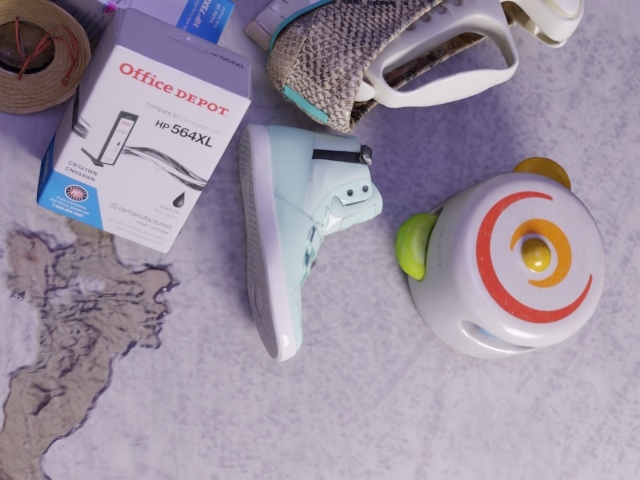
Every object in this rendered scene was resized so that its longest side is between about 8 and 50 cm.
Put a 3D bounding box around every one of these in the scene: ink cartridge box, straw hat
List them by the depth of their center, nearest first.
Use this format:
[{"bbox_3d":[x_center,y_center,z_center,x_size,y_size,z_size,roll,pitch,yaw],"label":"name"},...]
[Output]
[{"bbox_3d":[-0.176,-0.108,1.746,0.148,0.203,0.086,21,31,-16],"label":"ink cartridge box"},{"bbox_3d":[-0.302,-0.202,1.790,0.144,0.144,0.061,26,29,-16],"label":"straw hat"},{"bbox_3d":[-0.220,-0.249,1.796,0.231,0.134,0.078,29,70,-15],"label":"ink cartridge box"}]

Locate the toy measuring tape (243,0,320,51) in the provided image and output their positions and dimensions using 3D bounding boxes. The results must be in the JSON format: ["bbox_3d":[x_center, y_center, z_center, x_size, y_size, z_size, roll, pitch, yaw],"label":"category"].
[{"bbox_3d":[0.041,-0.336,1.961,0.330,0.121,0.121,-45,98,-1],"label":"toy measuring tape"}]

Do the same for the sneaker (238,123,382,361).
[{"bbox_3d":[0.000,-0.001,1.850,0.151,0.094,0.255,0,76,-16],"label":"sneaker"}]

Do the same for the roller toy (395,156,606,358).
[{"bbox_3d":[0.207,0.026,1.905,0.209,0.146,0.191,-27,90,-26],"label":"roller toy"}]

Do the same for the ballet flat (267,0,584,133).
[{"bbox_3d":[0.170,-0.251,1.934,0.483,0.164,0.182,-32,62,-22],"label":"ballet flat"}]
